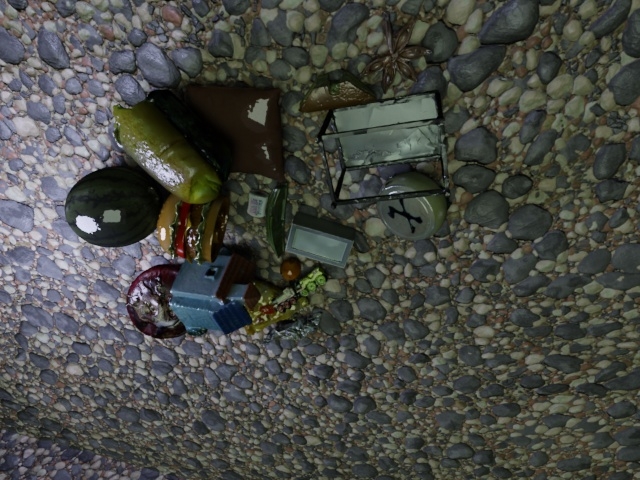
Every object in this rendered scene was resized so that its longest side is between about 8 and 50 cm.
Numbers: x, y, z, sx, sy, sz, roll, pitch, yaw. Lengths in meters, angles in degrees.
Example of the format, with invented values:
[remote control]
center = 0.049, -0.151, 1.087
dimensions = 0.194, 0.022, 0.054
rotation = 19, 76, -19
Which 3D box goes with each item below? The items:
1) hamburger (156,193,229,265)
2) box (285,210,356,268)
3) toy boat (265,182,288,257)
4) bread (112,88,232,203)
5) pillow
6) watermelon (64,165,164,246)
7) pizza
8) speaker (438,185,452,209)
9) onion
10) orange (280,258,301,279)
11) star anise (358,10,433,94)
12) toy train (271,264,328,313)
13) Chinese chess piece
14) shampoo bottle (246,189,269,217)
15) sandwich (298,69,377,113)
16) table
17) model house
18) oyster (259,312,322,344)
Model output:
[hamburger]
center = -0.447, -0.058, 1.585
dimensions = 0.212, 0.274, 0.275
rotation = 12, 125, -2
[box]
center = 0.000, 0.000, 1.642
dimensions = 0.225, 0.086, 0.130
rotation = 16, 125, 0
[toy boat]
center = -0.156, -0.071, 1.626
dimensions = 0.055, 0.093, 0.293
rotation = 20, 126, 20
[bread]
center = -0.449, -0.278, 1.401
dimensions = 0.376, 0.208, 0.251
rotation = 42, 145, 5
[pillow]
center = -0.258, -0.338, 1.454
dimensions = 0.307, 0.108, 0.306
rotation = 7, 125, 13
[watermelon]
center = -0.702, -0.116, 1.591
dimensions = 0.359, 0.279, 0.279
rotation = -11, 120, 14
[pizza]
center = -0.188, 0.253, 1.837
dimensions = 0.287, 0.075, 0.280
rotation = -7, 109, 5
[speaker]
center = 0.386, -0.134, 1.502
dimensions = 0.075, 0.060, 0.094
rotation = -28, 149, 26
[onion]
center = -0.613, 0.241, 1.852
dimensions = 0.313, 0.232, 0.314
rotation = 0, 99, 0
[orange]
center = -0.113, 0.111, 1.742
dimensions = 0.083, 0.084, 0.084
rotation = 5, 124, 8
[star anise]
center = 0.214, -0.511, 1.280
dimensions = 0.171, 0.063, 0.208
rotation = 19, 121, -6
[toy train]
center = -0.084, 0.191, 1.761
dimensions = 0.249, 0.053, 0.085
rotation = -36, 90, 12
[Chinese chess piece]
center = 0.285, -0.108, 1.464
dimensions = 0.237, 0.092, 0.238
rotation = 27, 140, 25
[shampoo bottle]
center = -0.224, -0.126, 1.629
dimensions = 0.072, 0.043, 0.099
rotation = 15, 125, 2
[sandwich]
center = 0.041, -0.437, 1.343
dimensions = 0.244, 0.090, 0.088
rotation = -4, 125, 14
[table]
center = 0.186, -0.262, 1.318
dimensions = 0.334, 0.272, 0.222
rotation = -6, 121, 15
[model house]
center = -0.335, 0.185, 1.688
dimensions = 0.329, 0.295, 0.252
rotation = 0, 139, 19
[oyster]
center = -0.127, 0.383, 1.896
dimensions = 0.252, 0.199, 0.087
rotation = -32, 70, 44
